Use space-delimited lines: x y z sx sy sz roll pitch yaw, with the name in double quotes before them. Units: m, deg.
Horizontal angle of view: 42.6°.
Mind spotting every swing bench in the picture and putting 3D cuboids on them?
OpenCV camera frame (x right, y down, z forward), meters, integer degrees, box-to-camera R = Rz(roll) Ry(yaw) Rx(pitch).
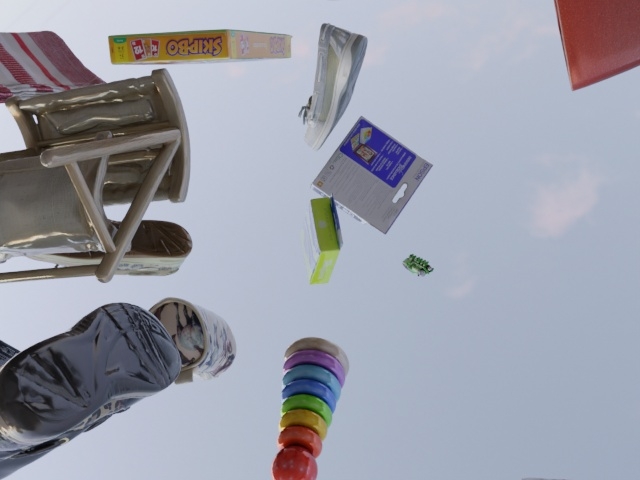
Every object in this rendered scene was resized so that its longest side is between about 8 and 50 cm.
"swing bench" -0.316 -0.075 0.987 0.253 0.165 0.255 -5 -151 25

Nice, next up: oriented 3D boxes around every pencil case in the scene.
"pencil case" -0.300 0.243 1.903 0.159 0.410 0.184 -2 -100 3

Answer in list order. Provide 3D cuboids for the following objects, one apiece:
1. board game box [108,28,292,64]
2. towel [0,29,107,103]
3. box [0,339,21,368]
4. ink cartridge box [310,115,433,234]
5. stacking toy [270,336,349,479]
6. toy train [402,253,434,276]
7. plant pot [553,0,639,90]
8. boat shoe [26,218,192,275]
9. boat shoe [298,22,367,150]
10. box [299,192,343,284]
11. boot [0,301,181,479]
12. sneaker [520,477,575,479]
"board game box" -0.118 -0.212 0.903 0.124 0.039 0.259 0 -165 13
"towel" -0.583 -0.327 1.501 0.237 0.329 0.037 42 -56 28
"box" -0.657 0.234 1.508 0.077 0.180 0.147 8 -115 30
"ink cartridge box" 0.118 -0.147 1.897 0.208 0.045 0.206 35 -100 4
"stacking toy" -0.035 0.349 1.618 0.141 0.141 0.330 -18 -148 25
"toy train" 0.134 0.035 1.138 0.023 0.017 0.083 -39 -167 -4
"plant pot" 0.425 -0.393 1.101 0.235 0.267 0.267 -11 -151 18
"boat shoe" -0.352 0.018 1.320 0.089 0.285 0.105 123 -34 -43
"boat shoe" 0.013 -0.334 1.820 0.103 0.320 0.118 27 -129 5
"box" 0.000 0.000 1.512 0.042 0.178 0.109 -6 -114 -12
"boot" -0.369 0.220 1.072 0.284 0.138 0.377 -33 179 18
"sneaker" 0.291 0.328 1.012 0.061 0.158 0.065 -7 -112 35
